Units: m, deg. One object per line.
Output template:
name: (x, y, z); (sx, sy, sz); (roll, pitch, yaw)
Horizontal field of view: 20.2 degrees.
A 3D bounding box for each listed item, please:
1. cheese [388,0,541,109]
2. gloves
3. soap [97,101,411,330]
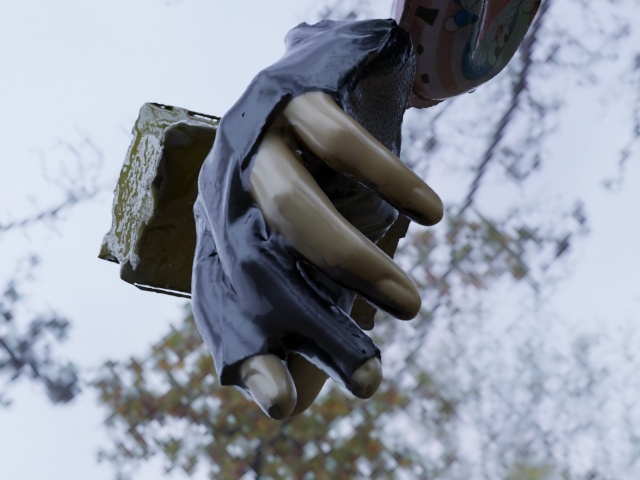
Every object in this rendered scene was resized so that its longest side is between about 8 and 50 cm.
cheese: (0.098, -0.194, 1.306); (0.189, 0.074, 0.286); (-56, -25, -11)
gloves: (-0.006, -0.004, 1.140); (0.152, 0.301, 0.197); (-1, -48, -5)
soap: (-0.044, -0.017, 1.391); (0.233, 0.076, 0.135); (11, -77, -33)
